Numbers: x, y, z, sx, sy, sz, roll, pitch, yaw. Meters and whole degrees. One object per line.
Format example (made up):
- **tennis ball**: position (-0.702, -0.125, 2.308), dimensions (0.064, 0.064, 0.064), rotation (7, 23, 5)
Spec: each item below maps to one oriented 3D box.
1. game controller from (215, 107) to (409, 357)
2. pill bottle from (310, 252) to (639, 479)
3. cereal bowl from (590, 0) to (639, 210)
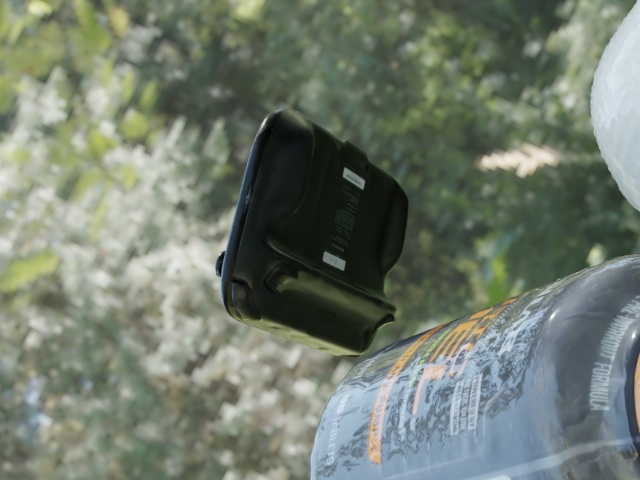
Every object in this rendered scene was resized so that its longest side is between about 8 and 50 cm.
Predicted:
- **game controller**: position (0.000, 0.000, 1.563), dimensions (0.319, 0.067, 0.166), rotation (28, -114, -69)
- **pill bottle**: position (0.104, 0.079, 0.753), dimensions (0.130, 0.130, 0.246), rotation (-56, 14, -27)
- **cereal bowl**: position (0.332, -0.168, 1.377), dimensions (0.339, 0.141, 0.339), rotation (-32, 9, 6)
